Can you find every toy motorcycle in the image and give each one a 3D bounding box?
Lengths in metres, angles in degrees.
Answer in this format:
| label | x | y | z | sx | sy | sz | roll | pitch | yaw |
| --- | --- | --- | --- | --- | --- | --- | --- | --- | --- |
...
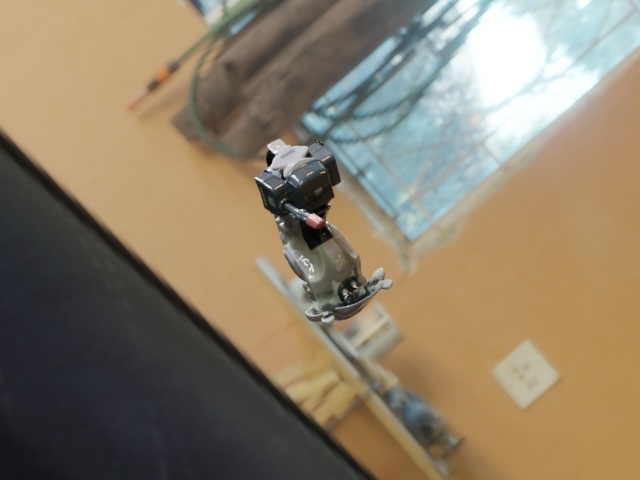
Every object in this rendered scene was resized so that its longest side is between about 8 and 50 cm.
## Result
| label | x | y | z | sx | sy | sz | roll | pitch | yaw |
| --- | --- | --- | --- | --- | --- | --- | --- | --- | --- |
| toy motorcycle | 0.000 | 0.000 | 1.516 | 0.150 | 0.102 | 0.221 | 36 | -30 | 51 |
